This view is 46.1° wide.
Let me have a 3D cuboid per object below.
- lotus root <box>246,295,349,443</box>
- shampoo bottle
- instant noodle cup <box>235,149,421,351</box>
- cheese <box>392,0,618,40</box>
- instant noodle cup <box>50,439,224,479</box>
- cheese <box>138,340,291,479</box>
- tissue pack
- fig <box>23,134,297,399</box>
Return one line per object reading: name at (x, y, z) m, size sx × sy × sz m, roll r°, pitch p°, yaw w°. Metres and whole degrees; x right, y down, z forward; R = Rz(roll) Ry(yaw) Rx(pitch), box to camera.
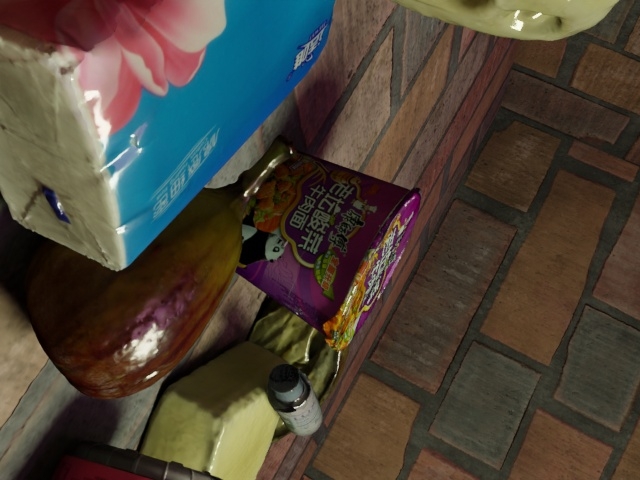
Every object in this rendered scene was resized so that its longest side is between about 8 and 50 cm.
lotus root at (-0.038, 0.189, 1.318) m, size 0.142 × 0.210 × 0.314 m, roll -15°, pitch 145°, yaw -58°
shampoo bottle at (-0.039, 0.239, 1.130) m, size 0.072 × 0.072 × 0.214 m, roll -58°, pitch 161°, yaw -21°
instant noodle cup at (0.000, 0.000, 1.040) m, size 0.251 × 0.190 × 0.251 m, roll -57°, pitch 165°, yaw -24°
cheese at (0.113, -0.285, 0.633) m, size 0.351 × 0.328 × 0.130 m, roll 15°, pitch 95°, yaw -77°
instant noodle cup at (-0.207, 0.325, 0.814) m, size 0.302 × 0.258 × 0.182 m, roll 98°, pitch 8°, yaw -70°
cheese at (-0.162, 0.304, 1.142) m, size 0.243 × 0.123 × 0.265 m, roll -67°, pitch 167°, yaw 14°
tissue pack at (-0.101, -0.135, 0.517) m, size 0.270 × 0.137 × 0.209 m, roll -55°, pitch 166°, yaw -33°
fig at (-0.126, 0.005, 0.636) m, size 0.274 × 0.145 × 0.170 m, roll -44°, pitch 163°, yaw -14°
